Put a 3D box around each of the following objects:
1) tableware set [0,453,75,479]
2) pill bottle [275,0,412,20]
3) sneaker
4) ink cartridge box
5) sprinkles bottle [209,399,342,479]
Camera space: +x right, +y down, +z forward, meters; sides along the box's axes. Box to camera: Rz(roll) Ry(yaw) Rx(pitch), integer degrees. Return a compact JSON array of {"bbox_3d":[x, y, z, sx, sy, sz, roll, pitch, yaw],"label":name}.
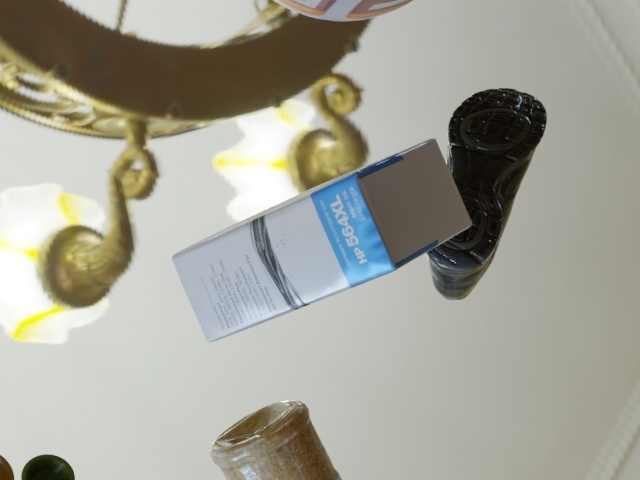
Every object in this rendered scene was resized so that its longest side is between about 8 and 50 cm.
[{"bbox_3d":[-0.244,0.182,0.922,0.154,0.024,0.104,7,-130,-16],"label":"tableware set"},{"bbox_3d":[0.019,-0.115,0.371,0.086,0.152,0.086,1,-93,-11],"label":"pill bottle"},{"bbox_3d":[0.181,-0.057,1.583,0.130,0.109,0.286,90,-156,-56],"label":"sneaker"},{"bbox_3d":[0.000,0.000,1.139,0.148,0.203,0.086,-28,-85,-57],"label":"ink cartridge box"},{"bbox_3d":[0.006,0.356,1.509,0.121,0.121,0.355,-34,-78,-36],"label":"sprinkles bottle"}]
